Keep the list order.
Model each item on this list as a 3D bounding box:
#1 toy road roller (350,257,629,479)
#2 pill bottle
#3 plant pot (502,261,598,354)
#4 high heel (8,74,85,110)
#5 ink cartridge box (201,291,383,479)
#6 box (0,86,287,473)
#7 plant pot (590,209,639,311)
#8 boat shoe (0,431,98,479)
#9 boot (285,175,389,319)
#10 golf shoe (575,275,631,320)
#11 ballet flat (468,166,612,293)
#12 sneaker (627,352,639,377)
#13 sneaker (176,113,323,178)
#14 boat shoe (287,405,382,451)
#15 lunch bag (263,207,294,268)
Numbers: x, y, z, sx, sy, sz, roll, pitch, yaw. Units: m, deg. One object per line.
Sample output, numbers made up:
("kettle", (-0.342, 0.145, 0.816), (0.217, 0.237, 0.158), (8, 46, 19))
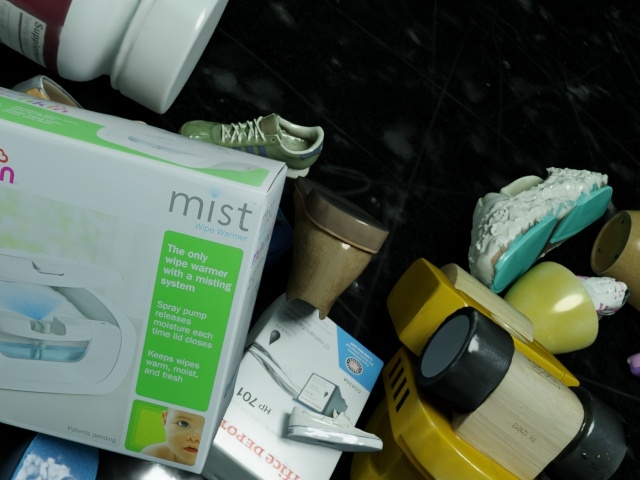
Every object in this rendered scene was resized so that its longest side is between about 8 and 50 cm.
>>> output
("toy road roller", (0.149, 0.187, 0.702), (0.202, 0.241, 0.329), (36, 12, -8))
("pill bottle", (-0.308, -0.320, 0.674), (0.392, 0.224, 0.224), (28, 51, -14))
("plant pot", (0.309, 0.109, 0.875), (0.095, 0.134, 0.134), (-20, 73, -16))
("high heel", (-0.196, -0.092, 0.629), (0.261, 0.186, 0.093), (-7, 65, -35))
("ink cartridge box", (-0.037, 0.170, 0.638), (0.139, 0.082, 0.191), (39, 48, -6))
("box", (-0.181, 0.022, 0.483), (0.261, 0.231, 0.127), (16, 18, -1))
("plant pot", (0.610, 0.052, 1.046), (0.254, 0.237, 0.237), (21, 51, -1))
("boat shoe", (-0.245, 0.264, 0.451), (0.109, 0.089, 0.258), (45, 42, -18))
("boot", (0.000, 0.000, 0.702), (0.112, 0.115, 0.305), (26, 9, -4))
("golf shoe", (0.421, 0.079, 0.942), (0.186, 0.086, 0.068), (14, 46, -52))
("ballet flat", (0.325, -0.032, 0.981), (0.408, 0.147, 0.147), (-22, 75, -42))
("sneaker", (0.601, 0.244, 0.991), (0.236, 0.095, 0.105), (22, 60, -20))
("sneaker", (-0.083, -0.137, 0.794), (0.192, 0.086, 0.064), (8, 58, -28))
("boat shoe", (0.016, 0.180, 0.589), (0.100, 0.035, 0.035), (16, 58, -18))
("lunch bag", (-0.078, -0.003, 0.729), (0.098, 0.065, 0.067), (-24, 77, -39))
